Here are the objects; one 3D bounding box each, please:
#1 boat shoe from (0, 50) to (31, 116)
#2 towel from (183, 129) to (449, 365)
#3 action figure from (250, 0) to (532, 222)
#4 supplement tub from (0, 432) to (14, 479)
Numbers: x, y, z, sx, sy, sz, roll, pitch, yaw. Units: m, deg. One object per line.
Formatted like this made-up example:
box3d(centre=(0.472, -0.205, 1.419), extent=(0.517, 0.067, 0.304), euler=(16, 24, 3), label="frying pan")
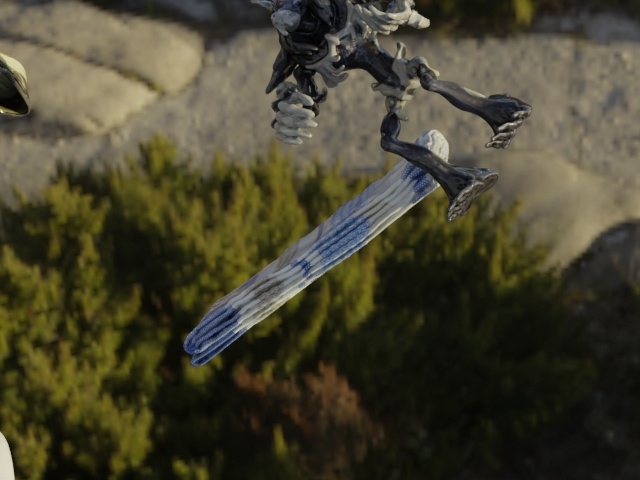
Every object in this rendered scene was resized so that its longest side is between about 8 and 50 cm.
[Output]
box3d(centre=(-0.308, -0.150, 1.550), extent=(0.056, 0.152, 0.049), euler=(-42, 64, 17), label="boat shoe")
box3d(centre=(0.000, 0.000, 1.588), extent=(0.285, 0.034, 0.209), euler=(-37, 6, 14), label="towel")
box3d(centre=(0.038, -0.146, 1.444), extent=(0.275, 0.164, 0.141), euler=(37, 17, 14), label="action figure")
box3d(centre=(-0.417, 0.258, 1.724), extent=(0.199, 0.144, 0.144), euler=(-2, 41, 4), label="supplement tub")
